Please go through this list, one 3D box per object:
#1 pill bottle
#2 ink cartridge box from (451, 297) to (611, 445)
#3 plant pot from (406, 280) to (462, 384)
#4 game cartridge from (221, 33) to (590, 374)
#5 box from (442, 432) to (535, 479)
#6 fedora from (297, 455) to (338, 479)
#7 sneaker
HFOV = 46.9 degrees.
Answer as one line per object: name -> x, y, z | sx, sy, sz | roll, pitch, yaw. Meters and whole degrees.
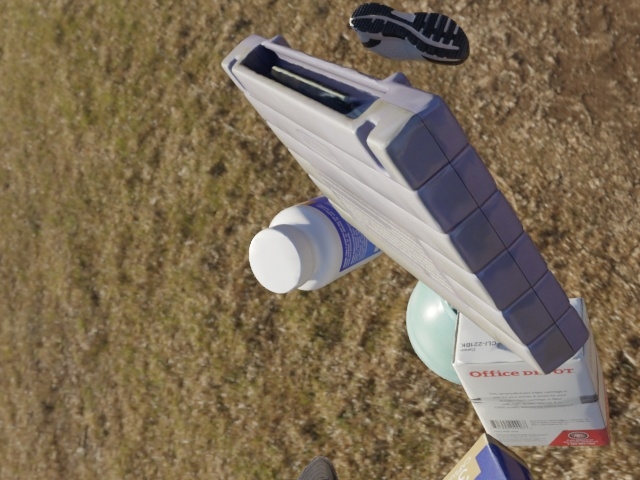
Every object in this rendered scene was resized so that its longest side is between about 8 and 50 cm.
pill bottle -> 0.000, 0.000, 1.321 | 0.152, 0.272, 0.153 | 11, 110, 33
ink cartridge box -> 0.345, 0.220, 1.190 | 0.196, 0.273, 0.114 | -7, 47, 24
plant pot -> 0.330, 0.133, 1.526 | 0.292, 0.196, 0.293 | -1, 63, 3
game cartridge -> 0.050, -0.051, 0.600 | 0.068, 0.230, 0.355 | -45, 30, -1
box -> 0.057, 0.180, 0.289 | 0.136, 0.036, 0.225 | -50, 9, 7
fedora -> 0.033, 0.522, 1.263 | 0.124, 0.243, 0.276 | 6, 98, 22
sneaker -> 0.079, -0.173, 0.638 | 0.109, 0.044, 0.040 | 25, 76, 23
